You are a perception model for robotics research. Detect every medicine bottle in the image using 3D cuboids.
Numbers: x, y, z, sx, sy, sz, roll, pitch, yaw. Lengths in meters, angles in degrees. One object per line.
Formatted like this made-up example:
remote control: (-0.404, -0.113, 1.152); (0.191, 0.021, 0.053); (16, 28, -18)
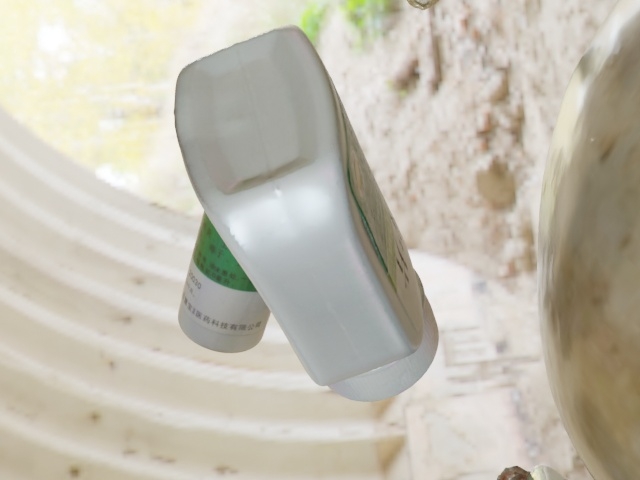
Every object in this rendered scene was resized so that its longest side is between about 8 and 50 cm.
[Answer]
medicine bottle: (0.000, 0.000, 0.620); (0.183, 0.069, 0.119); (64, -173, -49)
medicine bottle: (-0.069, -0.015, 1.350); (0.095, 0.095, 0.260); (-93, 18, -58)

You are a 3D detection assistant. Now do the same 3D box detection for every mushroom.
mushroom: (0.240, 0.002, 0.591); (0.297, 0.290, 0.298); (7, -90, -88)

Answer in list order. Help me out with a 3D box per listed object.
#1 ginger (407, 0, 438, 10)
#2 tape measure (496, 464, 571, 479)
ginger: (-0.015, -0.285, 1.342); (0.131, 0.294, 0.086); (-23, -50, -66)
tape measure: (0.264, 0.310, 1.292); (0.125, 0.246, 0.243); (-61, -5, 7)
